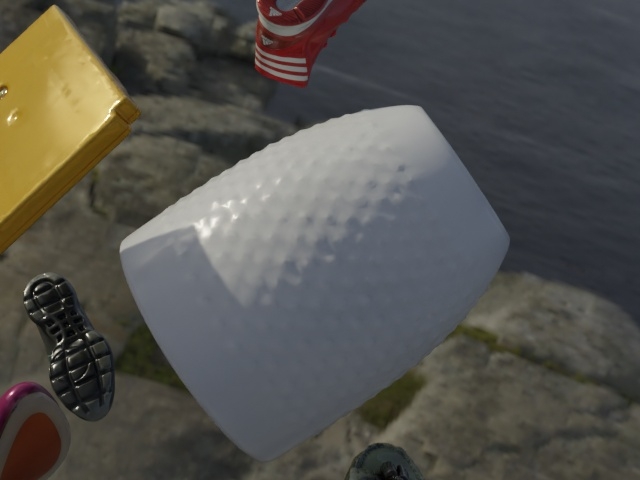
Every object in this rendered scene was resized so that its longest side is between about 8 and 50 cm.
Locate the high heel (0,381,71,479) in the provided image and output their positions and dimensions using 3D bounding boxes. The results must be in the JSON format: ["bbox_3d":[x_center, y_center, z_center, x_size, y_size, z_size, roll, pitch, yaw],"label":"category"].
[{"bbox_3d":[-0.402,0.249,1.538,0.127,0.377,0.181,-25,60,-40],"label":"high heel"}]

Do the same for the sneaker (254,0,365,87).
[{"bbox_3d":[-0.002,-0.249,1.411,0.087,0.128,0.221,42,53,16],"label":"sneaker"}]

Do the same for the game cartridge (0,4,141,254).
[{"bbox_3d":[-0.412,-0.160,1.837,0.053,0.285,0.323,45,4,-46],"label":"game cartridge"}]

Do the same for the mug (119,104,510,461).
[{"bbox_3d":[0.000,0.000,1.365,0.276,0.328,0.374,54,6,-30],"label":"mug"}]

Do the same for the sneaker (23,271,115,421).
[{"bbox_3d":[-0.367,0.168,1.985,0.101,0.106,0.267,-24,56,-6],"label":"sneaker"}]

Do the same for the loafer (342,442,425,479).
[{"bbox_3d":[0.063,0.233,1.006,0.096,0.084,0.267,9,28,-4],"label":"loafer"}]
